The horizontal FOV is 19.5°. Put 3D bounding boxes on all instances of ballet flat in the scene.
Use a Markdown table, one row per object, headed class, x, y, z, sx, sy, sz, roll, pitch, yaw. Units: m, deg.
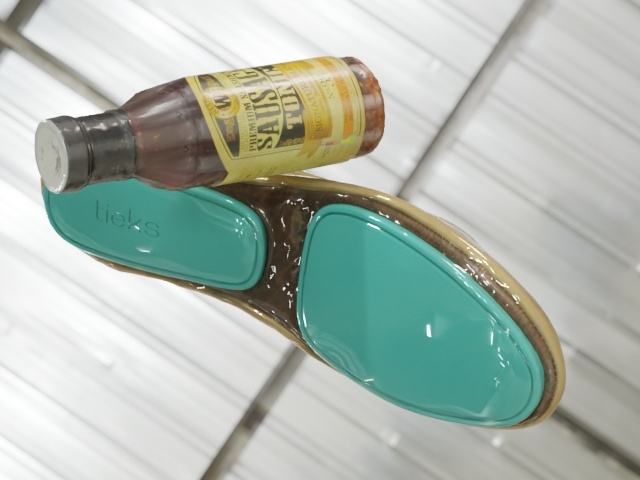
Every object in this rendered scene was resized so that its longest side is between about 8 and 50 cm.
| class | x | y | z | sx | sy | sz | roll | pitch | yaw |
| --- | --- | --- | --- | --- | --- | --- | --- | --- | --- |
| ballet flat | 0.000 | 0.000 | 0.723 | 0.073 | 0.232 | 0.080 | -33 | -39 | -55 |

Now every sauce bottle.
| class | x | y | z | sx | sy | sz | roll | pitch | yaw |
| --- | --- | --- | --- | --- | --- | --- | --- | --- | --- |
| sauce bottle | -0.038 | -0.038 | 0.658 | 0.128 | 0.042 | 0.042 | -14 | -30 | -33 |
